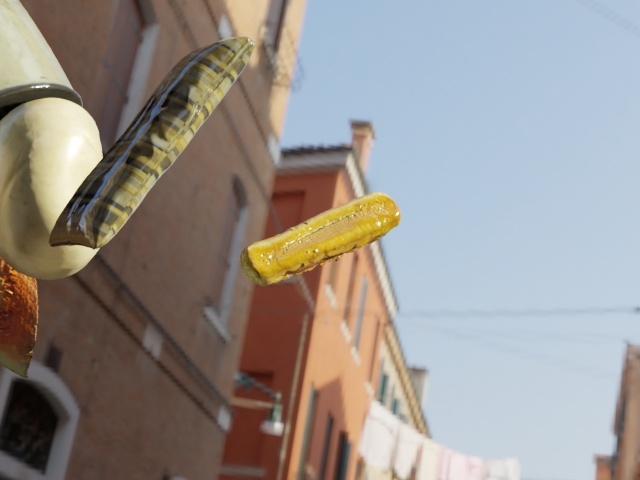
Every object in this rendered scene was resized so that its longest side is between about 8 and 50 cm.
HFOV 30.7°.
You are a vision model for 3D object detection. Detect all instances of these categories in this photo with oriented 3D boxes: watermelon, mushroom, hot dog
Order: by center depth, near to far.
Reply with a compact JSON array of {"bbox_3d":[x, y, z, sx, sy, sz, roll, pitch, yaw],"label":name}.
[{"bbox_3d":[-0.340,-0.071,1.541,0.203,0.246,0.246,-5,-17,-15],"label":"mushroom"},{"bbox_3d":[0.000,-0.003,1.816,0.286,0.087,0.061,-18,-20,-28],"label":"hot dog"},{"bbox_3d":[-0.497,0.093,1.860,0.119,0.245,0.063,6,2,28],"label":"watermelon"}]

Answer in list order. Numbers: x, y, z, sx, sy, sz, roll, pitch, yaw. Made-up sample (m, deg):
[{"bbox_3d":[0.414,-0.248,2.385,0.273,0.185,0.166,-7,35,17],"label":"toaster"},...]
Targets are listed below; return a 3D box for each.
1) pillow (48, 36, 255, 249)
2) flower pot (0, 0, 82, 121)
[{"bbox_3d":[-0.134,-0.076,0.903,0.038,0.203,0.113,42,-20,-23],"label":"pillow"},{"bbox_3d":[-0.588,-0.303,1.915,0.294,0.330,0.293,-25,-11,-5],"label":"flower pot"}]
